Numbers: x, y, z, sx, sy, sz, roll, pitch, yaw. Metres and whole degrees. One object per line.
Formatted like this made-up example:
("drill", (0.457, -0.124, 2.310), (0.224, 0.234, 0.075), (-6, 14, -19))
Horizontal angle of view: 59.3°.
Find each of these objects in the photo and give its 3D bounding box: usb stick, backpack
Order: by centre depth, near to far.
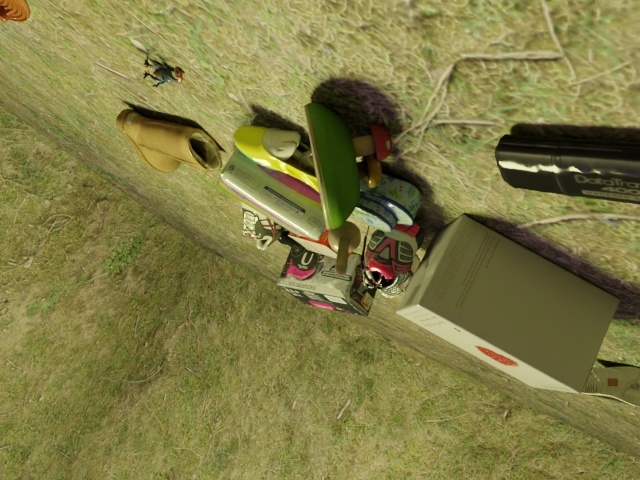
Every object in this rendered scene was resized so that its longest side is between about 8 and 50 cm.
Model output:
("usb stick", (0.299, -0.066, 0.546), (0.278, 0.045, 0.077), (16, 156, 48))
("backpack", (0.105, -0.063, 0.931), (0.114, 0.084, 0.105), (20, 169, 26))

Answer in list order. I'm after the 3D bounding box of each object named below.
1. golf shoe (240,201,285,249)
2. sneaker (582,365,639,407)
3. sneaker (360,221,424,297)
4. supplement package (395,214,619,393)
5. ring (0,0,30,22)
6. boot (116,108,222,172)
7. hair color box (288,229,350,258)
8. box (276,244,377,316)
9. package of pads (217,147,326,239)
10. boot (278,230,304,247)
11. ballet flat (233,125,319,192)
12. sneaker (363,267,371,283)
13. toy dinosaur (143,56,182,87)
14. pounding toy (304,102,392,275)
("golf shoe", (-0.161, -0.064, 1.490), (0.105, 0.120, 0.273), (25, 167, 27))
("sneaker", (0.698, 0.325, 1.263), (0.118, 0.083, 0.222), (14, 171, -32))
("sneaker", (0.125, 0.052, 1.094), (0.121, 0.112, 0.299), (20, 161, 16))
("supplement package", (0.311, 0.115, 0.972), (0.293, 0.175, 0.177), (28, 168, 2))
("ring", (-0.700, -0.518, 1.029), (0.337, 0.032, 0.336), (28, 170, 6))
("boot", (-0.343, -0.211, 1.365), (0.270, 0.089, 0.236), (21, 166, 31))
("hair color box", (0.000, 0.000, 1.541), (0.167, 0.053, 0.093), (14, 163, 47))
("box", (0.026, 0.116, 1.682), (0.247, 0.142, 0.163), (6, 157, 35))
("package of pads", (-0.089, -0.098, 1.145), (0.229, 0.101, 0.296), (31, 177, -12))
("boot", (-0.068, 0.011, 1.777), (0.099, 0.045, 0.121), (20, 169, 41))
("ballet flat", (-0.036, -0.147, 0.974), (0.231, 0.077, 0.077), (29, 148, -13))
("sneaker", (0.144, 0.074, 1.412), (0.080, 0.094, 0.212), (29, 168, 6))
("toy dinosaur", (-0.273, -0.297, 0.993), (0.082, 0.047, 0.090), (19, -159, 7))
("pounding toy", (0.051, -0.088, 0.814), (0.110, 0.236, 0.183), (-11, -168, 1))
